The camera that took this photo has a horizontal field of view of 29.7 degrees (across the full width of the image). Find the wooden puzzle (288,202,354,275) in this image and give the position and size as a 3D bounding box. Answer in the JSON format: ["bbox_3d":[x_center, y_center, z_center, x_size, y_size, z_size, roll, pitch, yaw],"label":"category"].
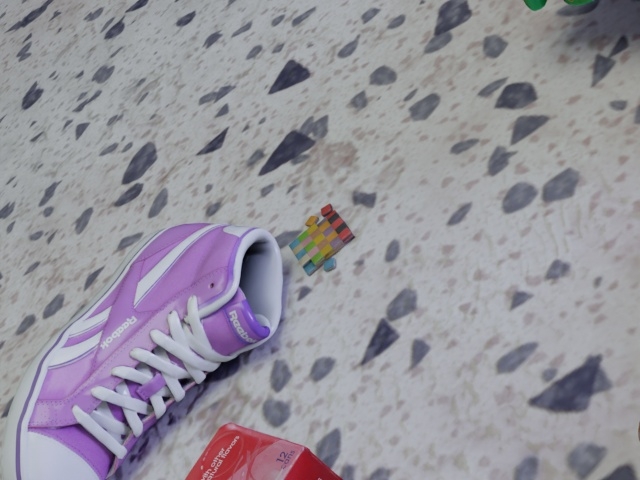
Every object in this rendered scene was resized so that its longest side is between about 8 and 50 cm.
[{"bbox_3d":[0.000,0.000,0.985,0.049,0.006,0.083,-41,31,4],"label":"wooden puzzle"}]

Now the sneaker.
[{"bbox_3d":[-0.127,0.092,0.932,0.161,0.102,0.282,-3,49,43],"label":"sneaker"}]

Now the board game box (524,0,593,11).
[{"bbox_3d":[0.370,-0.303,0.851,0.390,0.050,0.390,13,59,50],"label":"board game box"}]

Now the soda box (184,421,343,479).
[{"bbox_3d":[-0.080,0.241,0.709,0.092,0.083,0.263,6,56,52],"label":"soda box"}]

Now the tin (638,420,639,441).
[{"bbox_3d":[0.209,0.093,0.548,0.106,0.040,0.189,-30,11,7],"label":"tin"}]
